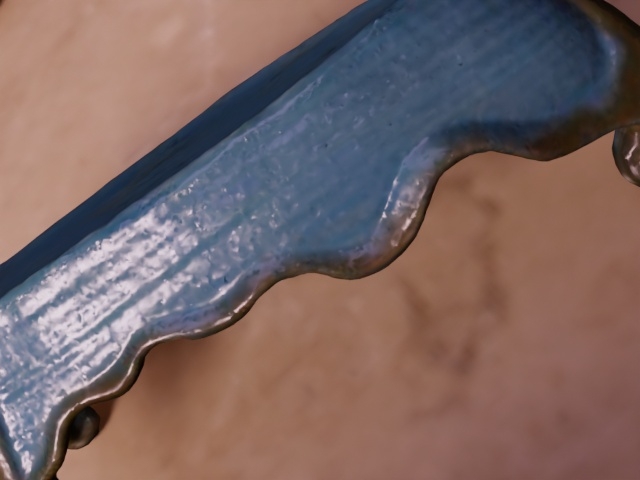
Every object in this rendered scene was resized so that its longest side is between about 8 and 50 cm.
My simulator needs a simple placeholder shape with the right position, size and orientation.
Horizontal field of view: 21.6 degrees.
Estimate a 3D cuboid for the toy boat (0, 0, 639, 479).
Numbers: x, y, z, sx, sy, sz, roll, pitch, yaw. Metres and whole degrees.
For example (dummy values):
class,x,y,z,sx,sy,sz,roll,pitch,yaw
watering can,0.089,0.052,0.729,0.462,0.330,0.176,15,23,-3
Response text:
class,x,y,z,sx,sy,sz,roll,pitch,yaw
toy boat,0.000,0.000,0.403,0.185,0.077,0.075,-36,12,6
